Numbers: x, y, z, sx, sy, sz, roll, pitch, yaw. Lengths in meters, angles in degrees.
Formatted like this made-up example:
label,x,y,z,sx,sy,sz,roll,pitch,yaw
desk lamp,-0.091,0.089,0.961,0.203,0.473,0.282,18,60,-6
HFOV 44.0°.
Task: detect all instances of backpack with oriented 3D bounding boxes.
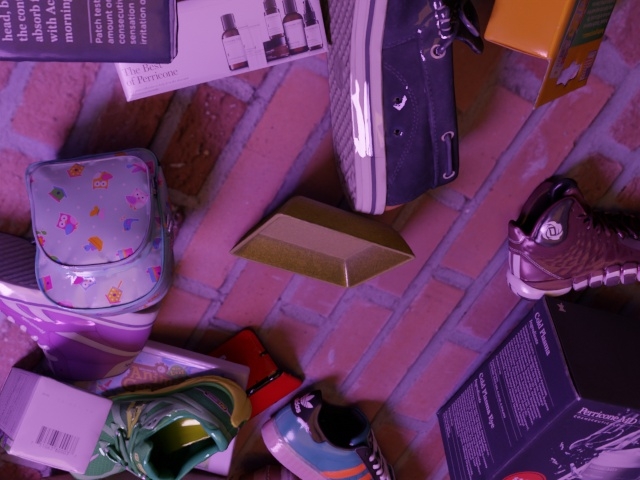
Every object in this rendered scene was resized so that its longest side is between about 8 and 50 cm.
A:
label,x,y,z,sx,sy,sz,roll,pitch,yaw
backpack,-0.251,-0.006,0.915,0.165,0.144,0.189,-7,87,-9

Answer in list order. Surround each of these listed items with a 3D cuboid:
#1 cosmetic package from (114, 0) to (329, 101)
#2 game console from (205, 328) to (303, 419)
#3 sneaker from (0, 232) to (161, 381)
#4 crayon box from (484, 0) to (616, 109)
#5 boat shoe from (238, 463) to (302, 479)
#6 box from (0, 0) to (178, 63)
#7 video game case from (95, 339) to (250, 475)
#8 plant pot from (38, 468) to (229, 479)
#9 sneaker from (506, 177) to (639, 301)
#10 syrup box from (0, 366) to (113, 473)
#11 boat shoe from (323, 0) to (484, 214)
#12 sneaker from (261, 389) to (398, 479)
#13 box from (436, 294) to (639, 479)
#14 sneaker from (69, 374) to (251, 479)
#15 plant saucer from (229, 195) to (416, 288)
label,x,y,z,sx,sy,sz,roll,pitch,yaw
cosmetic package,-0.118,-0.238,0.897,0.238,0.060,0.099,-15,121,-3
game console,-0.121,0.210,1.183,0.144,0.085,0.124,-35,89,9
sneaker,-0.363,0.100,1.010,0.282,0.102,0.161,23,118,-13
crayon box,0.279,-0.320,0.852,0.083,0.203,0.323,26,119,24
boat shoe,-0.089,0.497,1.304,0.116,0.123,0.325,0,113,-4
box,-0.326,-0.297,0.684,0.395,0.294,0.212,-1,119,-11
video game case,-0.218,0.234,1.131,0.212,0.023,0.194,15,118,4
plant pot,-0.296,0.443,1.170,0.273,0.256,0.257,12,117,0
sneaker,0.392,-0.022,1.104,0.281,0.106,0.163,-17,118,-1
syrup box,-0.353,0.224,1.013,0.093,0.236,0.096,27,72,-24
boat shoe,0.092,-0.252,0.867,0.155,0.187,0.501,-10,127,-8
sneaker,0.055,0.342,1.240,0.121,0.108,0.302,-41,118,18
box,0.407,0.276,1.190,0.343,0.179,0.313,13,131,-18
sneaker,-0.236,0.266,1.066,0.295,0.123,0.110,-23,110,20
plant saucer,0.000,0.000,1.023,0.188,0.045,0.188,17,158,-20
